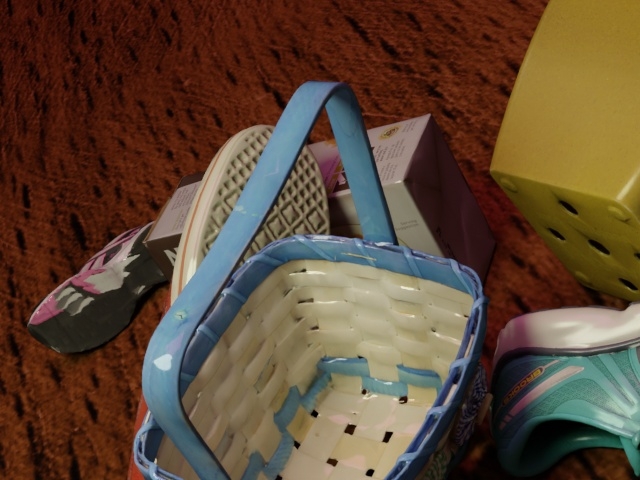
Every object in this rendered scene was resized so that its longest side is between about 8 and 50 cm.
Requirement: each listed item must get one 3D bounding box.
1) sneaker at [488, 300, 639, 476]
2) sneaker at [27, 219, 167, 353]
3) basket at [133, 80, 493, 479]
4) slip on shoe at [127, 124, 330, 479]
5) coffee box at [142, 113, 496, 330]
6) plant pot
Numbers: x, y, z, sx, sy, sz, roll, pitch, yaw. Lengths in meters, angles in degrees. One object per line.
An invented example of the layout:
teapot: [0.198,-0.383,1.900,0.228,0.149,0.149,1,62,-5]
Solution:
sneaker: [0.233,0.099,0.997,0.275,0.107,0.110,-14,52,36]
sneaker: [-0.205,0.044,1.493,0.178,0.072,0.077,-35,17,-24]
basket: [-0.004,0.076,0.998,0.201,0.289,0.255,6,51,31]
slip on shoe: [-0.077,0.073,1.160,0.101,0.123,0.331,-1,76,57]
coffee box: [0.000,0.000,1.286,0.246,0.141,0.098,-12,34,29]
plant pot: [0.250,-0.065,1.113,0.187,0.212,0.212,-51,34,-14]
